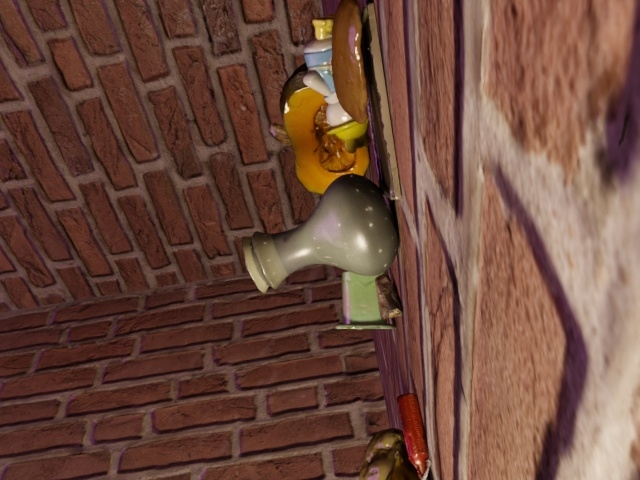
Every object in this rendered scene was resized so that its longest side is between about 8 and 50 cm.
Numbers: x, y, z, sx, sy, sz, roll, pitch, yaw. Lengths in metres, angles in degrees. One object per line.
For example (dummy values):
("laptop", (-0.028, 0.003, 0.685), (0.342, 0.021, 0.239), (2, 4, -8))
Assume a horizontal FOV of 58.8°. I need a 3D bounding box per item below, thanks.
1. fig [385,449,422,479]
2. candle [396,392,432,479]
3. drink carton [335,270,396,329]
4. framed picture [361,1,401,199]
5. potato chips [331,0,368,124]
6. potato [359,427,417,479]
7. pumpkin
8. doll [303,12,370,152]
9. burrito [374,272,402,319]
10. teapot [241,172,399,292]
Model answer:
("fig", (0.158, 0.461, 1.027), (0.109, 0.103, 0.154), (128, 135, -64))
("candle", (0.178, 0.361, 1.051), (0.053, 0.048, 0.162), (30, -140, -41))
("drink carton", (0.110, 0.146, 1.389), (0.146, 0.144, 0.142), (72, -162, -81))
("framed picture", (0.088, -0.206, 0.897), (0.209, 0.019, 0.281), (-89, -10, -81))
("potato chips", (0.042, -0.280, 0.866), (0.201, 0.049, 0.150), (92, 169, -51))
("potato", (0.156, 0.490, 1.170), (0.154, 0.137, 0.200), (-49, -43, -49))
("pumpkin", (-0.006, -0.249, 1.322), (0.139, 0.222, 0.317), (-98, -3, -51))
("doll", (0.036, -0.278, 1.020), (0.135, 0.099, 0.241), (-65, -41, -66))
("burrito", (0.138, 0.120, 1.164), (0.149, 0.041, 0.055), (-96, 10, -60))
("teapot", (0.000, 0.000, 0.972), (0.183, 0.251, 0.183), (-21, -90, -85))
